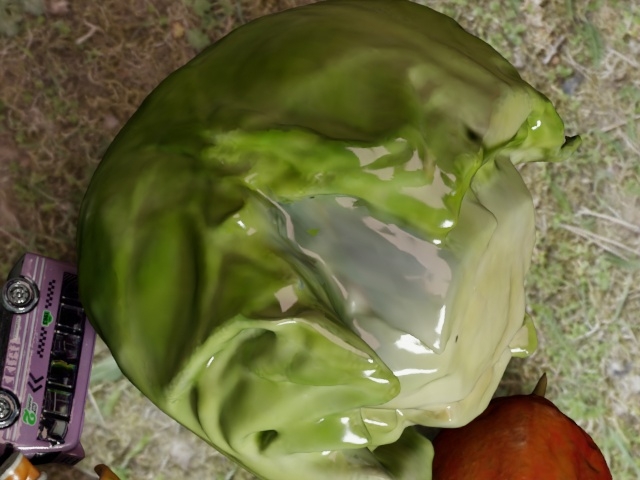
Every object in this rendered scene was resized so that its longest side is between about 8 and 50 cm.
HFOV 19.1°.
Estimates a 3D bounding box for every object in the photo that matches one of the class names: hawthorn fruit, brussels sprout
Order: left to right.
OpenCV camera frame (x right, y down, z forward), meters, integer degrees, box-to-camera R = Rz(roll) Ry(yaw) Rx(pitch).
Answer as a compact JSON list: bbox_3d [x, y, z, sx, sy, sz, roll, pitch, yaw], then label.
[{"bbox_3d":[-0.014,0.000,1.601,0.361,0.342,0.425,16,58,25],"label":"brussels sprout"},{"bbox_3d":[0.175,0.221,1.666,0.189,0.189,0.251,18,65,-11],"label":"hawthorn fruit"}]

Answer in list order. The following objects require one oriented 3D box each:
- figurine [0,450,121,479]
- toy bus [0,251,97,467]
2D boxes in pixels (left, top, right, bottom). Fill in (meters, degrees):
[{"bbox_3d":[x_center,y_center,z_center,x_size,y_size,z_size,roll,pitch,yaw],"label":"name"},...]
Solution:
[{"bbox_3d":[-0.176,0.283,1.585,0.271,0.143,0.143,40,66,-26],"label":"figurine"},{"bbox_3d":[-0.242,0.107,1.628,0.098,0.087,0.178,14,69,-19],"label":"toy bus"}]
